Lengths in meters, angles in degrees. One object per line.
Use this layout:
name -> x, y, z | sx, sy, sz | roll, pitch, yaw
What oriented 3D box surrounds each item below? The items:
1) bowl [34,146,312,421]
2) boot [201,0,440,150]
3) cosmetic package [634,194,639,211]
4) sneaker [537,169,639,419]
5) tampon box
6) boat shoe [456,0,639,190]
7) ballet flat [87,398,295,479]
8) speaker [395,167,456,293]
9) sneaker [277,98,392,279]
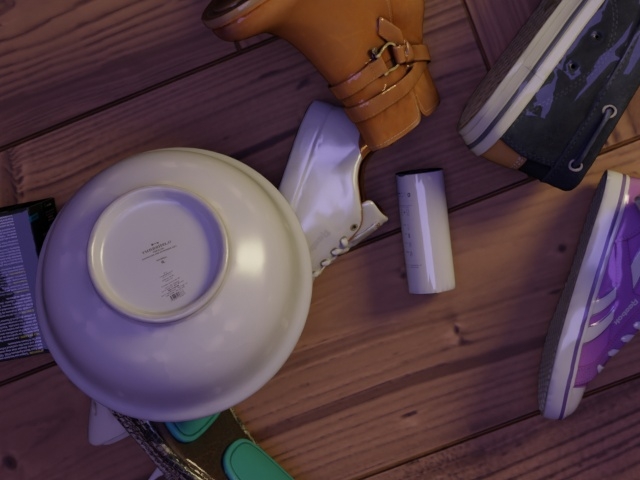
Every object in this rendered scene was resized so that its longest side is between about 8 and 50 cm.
bowl -> -0.158, 0.028, 1.641 | 0.298, 0.134, 0.298 | -1, 75, 3
boot -> 0.012, -0.193, 1.665 | 0.109, 0.283, 0.220 | -3, 112, 40
cosmetic package -> 0.489, 0.002, 1.672 | 0.224, 0.138, 0.224 | -29, 96, -19
sneaker -> 0.341, 0.079, 1.752 | 0.161, 0.102, 0.282 | 19, 98, -1
tampon box -> -0.340, 0.044, 1.786 | 0.101, 0.120, 0.161 | -11, 96, 5
boat shoe -> 0.347, -0.262, 1.674 | 0.156, 0.187, 0.500 | 36, 103, -6
ballet flat -> -0.149, 0.237, 1.791 | 0.182, 0.164, 0.483 | -31, 96, 27
speaker -> 0.116, -0.010, 1.779 | 0.055, 0.055, 0.136 | -7, 96, 5
sneaker -> 0.000, 0.000, 1.762 | 0.123, 0.106, 0.290 | 20, 97, 4
